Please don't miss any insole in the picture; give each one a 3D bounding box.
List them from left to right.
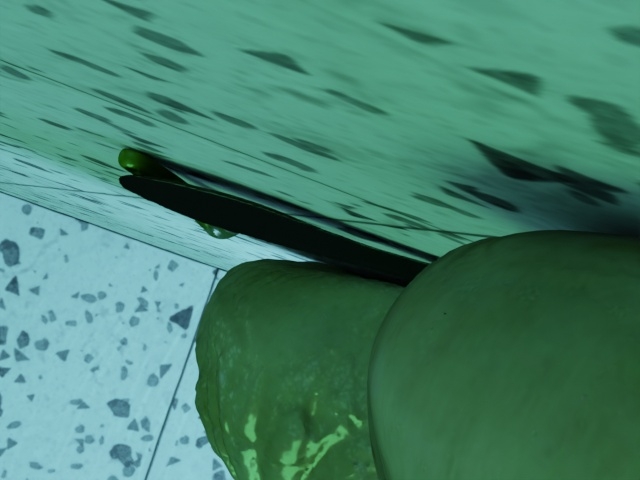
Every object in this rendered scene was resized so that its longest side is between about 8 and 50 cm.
[{"bbox_3d":[0.000,0.000,0.874,0.253,0.005,0.086,17,168,-10],"label":"insole"}]

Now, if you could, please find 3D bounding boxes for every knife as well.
[{"bbox_3d":[-0.083,-0.026,0.913,0.022,0.026,0.184,2,167,20],"label":"knife"}]

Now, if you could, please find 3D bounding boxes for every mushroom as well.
[{"bbox_3d":[0.116,0.103,0.492,0.246,0.202,0.246,28,171,5],"label":"mushroom"}]

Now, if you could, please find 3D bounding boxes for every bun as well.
[{"bbox_3d":[0.056,0.152,1.267,0.349,0.227,0.352,16,178,11],"label":"bun"}]
